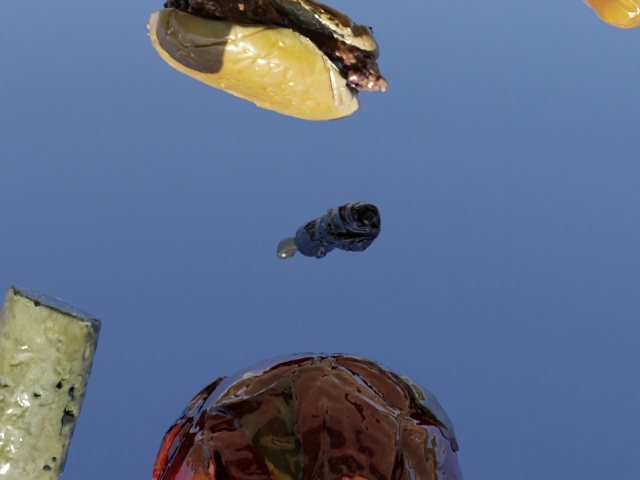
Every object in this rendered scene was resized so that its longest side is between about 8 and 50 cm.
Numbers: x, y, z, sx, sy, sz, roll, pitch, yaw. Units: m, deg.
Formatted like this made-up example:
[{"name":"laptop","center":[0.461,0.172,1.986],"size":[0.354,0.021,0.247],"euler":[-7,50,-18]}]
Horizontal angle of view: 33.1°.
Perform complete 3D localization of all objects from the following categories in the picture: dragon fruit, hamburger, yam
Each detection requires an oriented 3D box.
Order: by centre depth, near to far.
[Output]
[{"name":"dragon fruit","center":[-0.012,0.224,0.886],"size":[0.277,0.342,0.277],"euler":[3,-104,-12]},{"name":"yam","center":[-0.277,0.136,1.040],"size":[0.107,0.194,0.107],"euler":[17,-167,-4]},{"name":"hamburger","center":[-0.076,-0.267,1.415],"size":[0.282,0.155,0.245],"euler":[15,172,30]}]

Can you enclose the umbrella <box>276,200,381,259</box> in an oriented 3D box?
[{"name":"umbrella","center":[-0.002,-0.008,1.540],"size":[0.071,0.071,0.248],"euler":[-27,-172,-33]}]

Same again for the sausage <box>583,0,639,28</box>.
[{"name":"sausage","center":[0.291,-0.301,1.101],"size":[0.098,0.098,0.238],"euler":[-7,-137,-10]}]
